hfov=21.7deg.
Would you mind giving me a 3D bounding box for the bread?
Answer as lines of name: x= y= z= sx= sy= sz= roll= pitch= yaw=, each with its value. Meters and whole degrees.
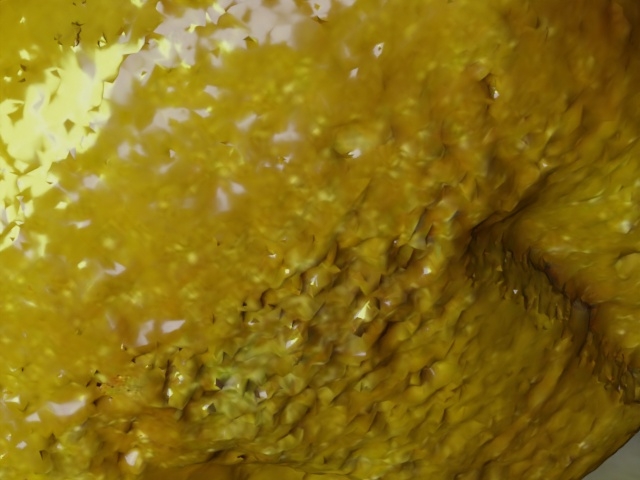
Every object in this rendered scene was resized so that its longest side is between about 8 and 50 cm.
bread: x=0.004 y=0.006 z=0.580 sx=0.337 sy=0.328 sz=0.148 roll=-42 pitch=55 yaw=13
